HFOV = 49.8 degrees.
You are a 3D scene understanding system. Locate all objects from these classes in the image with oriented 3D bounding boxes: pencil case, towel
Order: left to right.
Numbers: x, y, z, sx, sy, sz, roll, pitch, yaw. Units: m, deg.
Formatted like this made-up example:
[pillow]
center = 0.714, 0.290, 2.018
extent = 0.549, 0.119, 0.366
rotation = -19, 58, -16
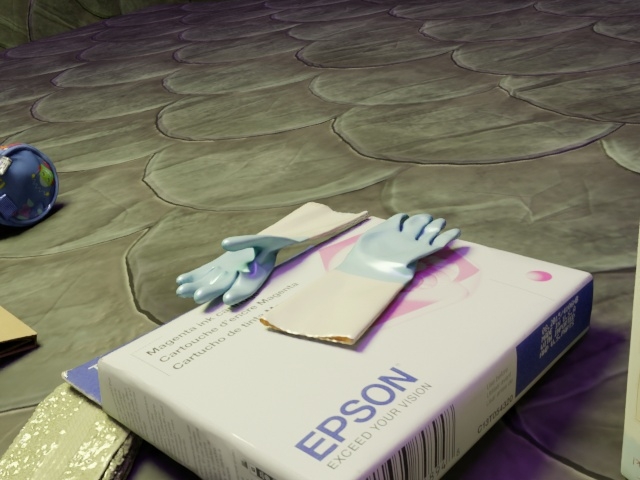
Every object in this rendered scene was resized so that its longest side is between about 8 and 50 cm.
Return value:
[pencil case]
center = -0.537, -0.079, 1.006
extent = 0.306, 0.119, 0.133
rotation = 2, 40, 21
[towel]
center = -0.192, 0.160, 0.536
extent = 0.110, 0.027, 0.148
rotation = -4, 28, 13

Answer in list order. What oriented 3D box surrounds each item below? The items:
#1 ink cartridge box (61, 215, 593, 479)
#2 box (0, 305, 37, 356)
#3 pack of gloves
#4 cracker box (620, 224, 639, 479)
[ink cartridge box]
center = 0.000, 0.071, 0.574
extent = 0.330, 0.071, 0.324
rotation = 17, 32, 39
[box]
center = -0.413, 0.085, 0.699
extent = 0.201, 0.021, 0.164
rotation = 20, 23, 39
[pack of gloves]
center = 0.000, 0.000, 0.601
extent = 0.195, 0.046, 0.232
rotation = 6, 25, 33
[cracker box]
center = 0.240, 0.069, 0.346
extent = 0.067, 0.232, 0.156
rotation = -19, 29, -20
